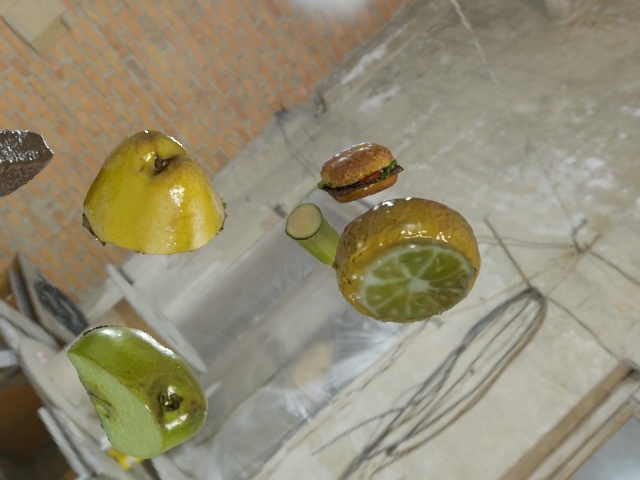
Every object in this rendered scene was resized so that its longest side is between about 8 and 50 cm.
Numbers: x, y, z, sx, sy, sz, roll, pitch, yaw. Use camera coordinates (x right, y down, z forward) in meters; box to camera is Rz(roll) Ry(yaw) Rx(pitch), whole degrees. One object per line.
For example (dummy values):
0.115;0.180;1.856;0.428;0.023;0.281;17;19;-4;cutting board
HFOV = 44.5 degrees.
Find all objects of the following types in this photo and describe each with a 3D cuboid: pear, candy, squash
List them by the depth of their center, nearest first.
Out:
0.152;0.037;1.369;0.260;0.259;0.118;54;20;-43;candy
-0.295;-0.112;1.393;0.267;0.267;0.178;42;-39;33;pear
-0.331;0.292;1.527;0.292;0.159;0.292;26;-43;28;pear
0.000;0.000;1.766;0.095;0.095;0.188;41;-4;37;squash

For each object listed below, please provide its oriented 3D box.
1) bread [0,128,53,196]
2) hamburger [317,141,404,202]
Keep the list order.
-0.714;-0.153;1.604;0.113;0.165;0.416;57;10;-3;bread
0.072;-0.144;1.589;0.137;0.165;0.087;30;-39;60;hamburger
